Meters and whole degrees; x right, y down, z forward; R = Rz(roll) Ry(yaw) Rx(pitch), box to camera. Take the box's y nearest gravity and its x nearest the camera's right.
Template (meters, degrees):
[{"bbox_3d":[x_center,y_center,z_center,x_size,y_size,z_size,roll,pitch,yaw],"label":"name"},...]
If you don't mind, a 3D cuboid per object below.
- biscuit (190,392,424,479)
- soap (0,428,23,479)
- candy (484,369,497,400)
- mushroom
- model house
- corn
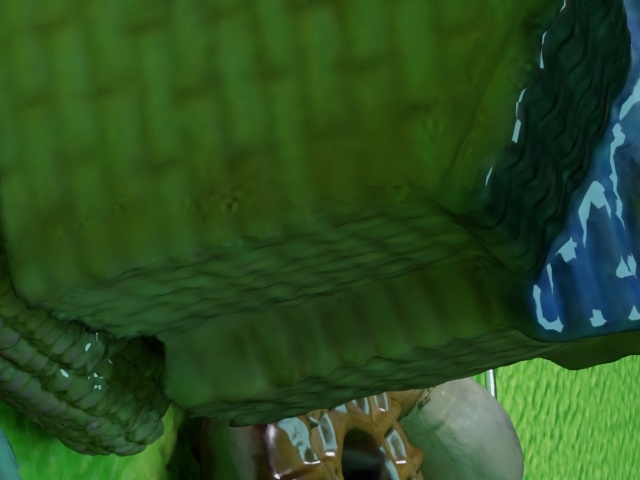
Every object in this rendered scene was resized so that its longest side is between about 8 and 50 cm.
[{"bbox_3d":[0.009,0.220,1.511,0.332,0.103,0.332,55,23,-38],"label":"biscuit"},{"bbox_3d":[-0.220,0.191,1.050,0.145,0.091,0.230,-62,143,-48],"label":"soap"},{"bbox_3d":[0.194,0.214,2.128,0.091,0.083,0.305,49,34,-54],"label":"candy"},{"bbox_3d":[0.116,0.186,1.852,0.350,0.128,0.128,46,45,-54],"label":"mushroom"},{"bbox_3d":[0.058,-0.117,1.134,0.445,0.400,0.395,30,53,-70],"label":"model house"},{"bbox_3d":[-0.181,0.035,1.148,0.335,0.126,0.127,63,31,-52],"label":"corn"}]
